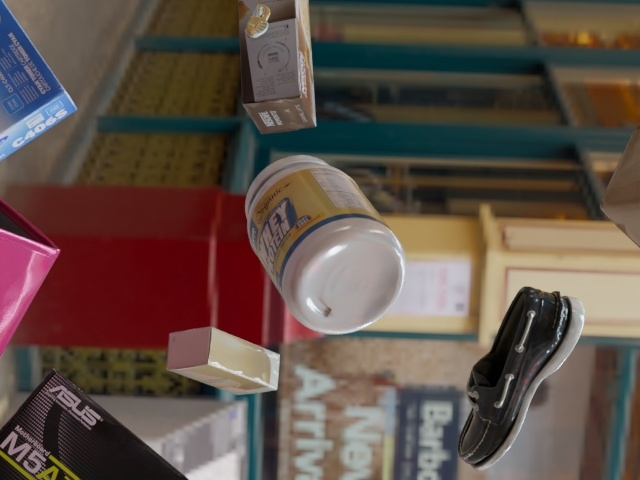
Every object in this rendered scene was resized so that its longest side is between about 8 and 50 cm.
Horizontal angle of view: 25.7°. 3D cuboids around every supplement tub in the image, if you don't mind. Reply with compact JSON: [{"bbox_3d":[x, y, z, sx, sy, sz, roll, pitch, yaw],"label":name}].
[{"bbox_3d":[0.000,0.000,1.605,0.199,0.144,0.144,-125,-149,-54],"label":"supplement tub"}]

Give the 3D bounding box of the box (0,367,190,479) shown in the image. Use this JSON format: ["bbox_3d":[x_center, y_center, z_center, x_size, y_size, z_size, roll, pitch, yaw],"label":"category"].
[{"bbox_3d":[-0.258,0.260,1.428,0.184,0.191,0.045,-49,171,-11],"label":"box"}]

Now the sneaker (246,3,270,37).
[{"bbox_3d":[-0.099,-0.330,2.168,0.037,0.032,0.083,-55,-170,39],"label":"sneaker"}]

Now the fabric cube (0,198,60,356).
[{"bbox_3d":[-0.432,0.035,1.198,0.254,0.259,0.258,26,95,-46],"label":"fabric cube"}]

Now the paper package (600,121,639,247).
[{"bbox_3d":[0.518,-0.016,1.470,0.168,0.309,0.325,-57,-159,-19],"label":"paper package"}]

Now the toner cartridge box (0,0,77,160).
[{"bbox_3d":[-0.487,-0.273,1.853,0.348,0.165,0.075,53,-5,12],"label":"toner cartridge box"}]

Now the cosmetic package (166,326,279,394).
[{"bbox_3d":[-0.100,0.126,1.452,0.115,0.060,0.041,26,60,-48],"label":"cosmetic package"}]

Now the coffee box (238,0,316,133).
[{"bbox_3d":[-0.071,-0.315,2.281,0.141,0.098,0.246,56,29,-70],"label":"coffee box"}]

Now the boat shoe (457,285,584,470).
[{"bbox_3d":[0.251,0.187,1.938,0.114,0.091,0.302,-102,-146,-62],"label":"boat shoe"}]
